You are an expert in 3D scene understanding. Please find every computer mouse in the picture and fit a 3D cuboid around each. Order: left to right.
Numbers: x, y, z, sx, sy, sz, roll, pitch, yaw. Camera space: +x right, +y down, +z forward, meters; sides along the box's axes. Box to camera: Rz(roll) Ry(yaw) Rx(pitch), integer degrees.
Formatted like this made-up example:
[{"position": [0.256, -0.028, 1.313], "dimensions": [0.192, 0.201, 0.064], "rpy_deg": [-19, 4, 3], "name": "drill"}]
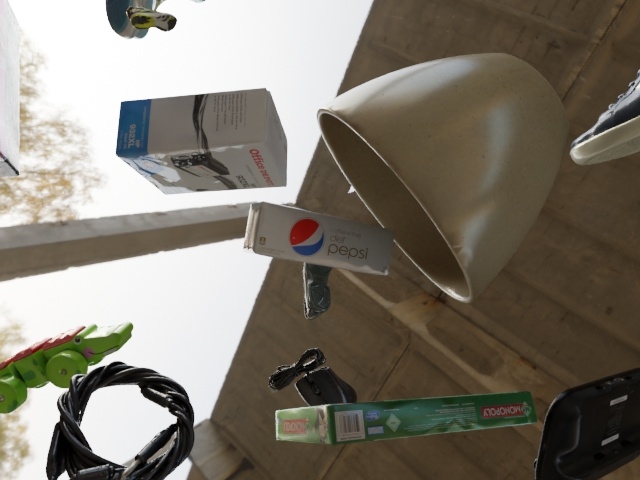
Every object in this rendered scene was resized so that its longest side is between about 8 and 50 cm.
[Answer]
[{"position": [0.001, 0.431, 1.180], "dimensions": [0.188, 0.072, 0.272], "rpy_deg": [-37, -63, 17], "name": "computer mouse"}]

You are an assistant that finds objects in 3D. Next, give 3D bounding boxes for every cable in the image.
[{"position": [-0.228, 0.205, 0.498], "dimensions": [0.184, 0.150, 0.047], "rpy_deg": [-126, -139, -58], "name": "cable"}]

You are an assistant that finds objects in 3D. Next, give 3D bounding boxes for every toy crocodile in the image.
[{"position": [-0.518, 0.229, 0.797], "dimensions": [0.340, 0.115, 0.105], "rpy_deg": [-23, -80, 6], "name": "toy crocodile"}]

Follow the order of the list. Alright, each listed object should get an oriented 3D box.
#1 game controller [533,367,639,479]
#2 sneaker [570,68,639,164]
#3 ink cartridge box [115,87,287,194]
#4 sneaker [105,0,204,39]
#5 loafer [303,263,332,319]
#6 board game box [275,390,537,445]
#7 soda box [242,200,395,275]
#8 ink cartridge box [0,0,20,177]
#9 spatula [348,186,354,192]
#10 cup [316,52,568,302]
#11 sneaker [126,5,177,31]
[{"position": [0.466, 0.308, 0.697], "dimensions": [0.067, 0.318, 0.167], "rpy_deg": [3, -88, 58], "name": "game controller"}, {"position": [0.483, -0.245, 0.556], "dimensions": [0.350, 0.131, 0.148], "rpy_deg": [-40, -115, 41], "name": "sneaker"}, {"position": [-0.240, -0.204, 0.923], "dimensions": [0.306, 0.223, 0.129], "rpy_deg": [-3, -107, 6], "name": "ink cartridge box"}, {"position": [-0.291, -0.503, 0.824], "dimensions": [0.127, 0.208, 0.320], "rpy_deg": [-10, -106, 38], "name": "sneaker"}, {"position": [-0.021, 0.118, 1.294], "dimensions": [0.084, 0.096, 0.268], "rpy_deg": [-52, -155, 39], "name": "loafer"}, {"position": [0.116, 0.259, 0.620], "dimensions": [0.213, 0.316, 0.046], "rpy_deg": [134, -44, -57], "name": "board game box"}, {"position": [0.000, 0.000, 0.625], "dimensions": [0.069, 0.215, 0.074], "rpy_deg": [3, -98, 65], "name": "soda box"}, {"position": [-0.527, -0.302, 0.655], "dimensions": [0.175, 0.069, 0.372], "rpy_deg": [158, -75, -67], "name": "ink cartridge box"}, {"position": [0.118, -0.120, 0.906], "dimensions": [0.084, 0.296, 0.031], "rpy_deg": [-29, -96, 15], "name": "spatula"}, {"position": [0.186, -0.115, 0.589], "dimensions": [0.236, 0.331, 0.331], "rpy_deg": [-37, -109, -1], "name": "cup"}, {"position": [-0.270, -0.360, 0.675], "dimensions": [0.035, 0.083, 0.031], "rpy_deg": [51, -49, 12], "name": "sneaker"}]
